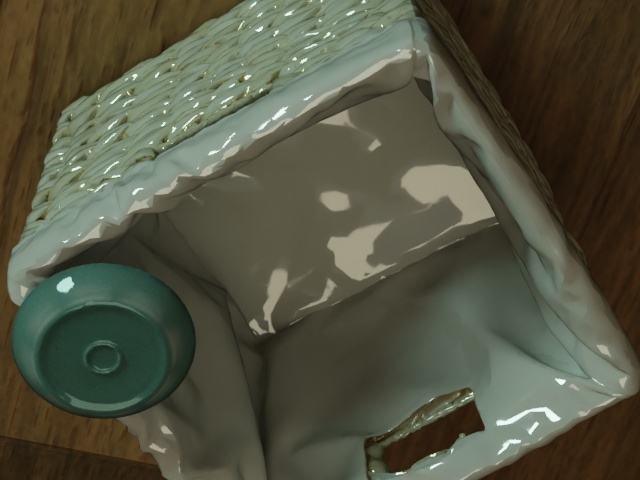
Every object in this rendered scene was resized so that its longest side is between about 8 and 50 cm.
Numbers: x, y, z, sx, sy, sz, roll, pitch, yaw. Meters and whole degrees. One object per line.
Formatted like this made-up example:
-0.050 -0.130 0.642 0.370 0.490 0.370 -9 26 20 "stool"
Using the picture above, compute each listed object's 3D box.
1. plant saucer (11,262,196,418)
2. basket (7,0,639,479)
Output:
-0.140 0.071 1.065 0.119 0.021 0.119 -2 120 -4 "plant saucer"
0.000 0.000 1.201 0.328 0.266 0.331 -29 119 12 "basket"
